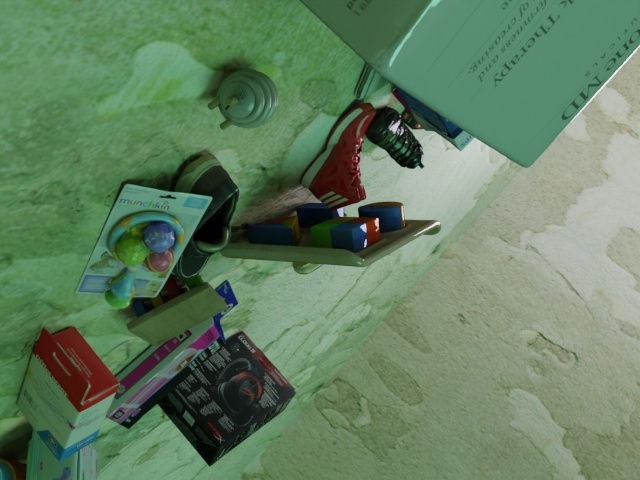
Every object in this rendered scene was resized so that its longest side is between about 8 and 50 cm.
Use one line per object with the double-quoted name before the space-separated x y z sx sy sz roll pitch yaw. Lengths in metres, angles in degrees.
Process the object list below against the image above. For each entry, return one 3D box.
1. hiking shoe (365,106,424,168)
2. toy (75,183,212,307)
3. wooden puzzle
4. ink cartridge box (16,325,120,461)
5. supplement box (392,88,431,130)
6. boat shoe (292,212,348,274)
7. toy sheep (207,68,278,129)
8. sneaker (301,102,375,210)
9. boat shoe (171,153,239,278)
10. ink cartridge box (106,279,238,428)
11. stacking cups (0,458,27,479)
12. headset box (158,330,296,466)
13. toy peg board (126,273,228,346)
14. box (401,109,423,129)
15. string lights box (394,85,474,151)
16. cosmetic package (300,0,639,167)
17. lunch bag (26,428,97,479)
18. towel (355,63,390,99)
"hiking shoe" 0.173 -0.210 1.640 0.086 0.114 0.227 -50 163 12
"toy" -0.265 0.023 1.162 0.137 0.056 0.237 7 136 -35
"wooden puzzle" 0.025 -0.023 1.533 0.348 0.322 0.080 -18 106 -53
"ink cartridge box" -0.413 0.241 1.269 0.078 0.134 0.231 -26 155 -47
"supplement box" 0.266 -0.329 1.526 0.220 0.111 0.114 -45 -165 1
"boat shoe" 0.000 0.000 1.834 0.190 0.068 0.072 -47 154 -30
"toy sheep" -0.104 -0.195 1.069 0.091 0.091 0.132 -53 180 23
"sneaker" 0.068 -0.151 1.501 0.087 0.128 0.221 -23 154 -54
"boat shoe" -0.194 -0.016 1.256 0.103 0.092 0.285 -30 157 -37
"ink cartridge box" -0.312 0.250 1.669 0.371 0.069 0.175 -44 164 -14
"stacking cups" -0.593 0.420 1.370 0.096 0.096 0.316 -43 168 -8
"headset box" -0.220 0.376 1.905 0.293 0.218 0.110 -31 159 -41
"toy peg board" -0.275 0.113 1.438 0.161 0.079 0.161 -28 161 -4
"box" 0.287 -0.349 1.706 0.233 0.044 0.159 -54 162 26
"string lights box" 0.184 -0.275 1.329 0.077 0.133 0.260 -46 141 0
"cosmetic package" 0.155 -0.332 0.814 0.329 0.327 0.394 -51 150 16
"lunch bag" -0.492 0.460 1.478 0.108 0.223 0.279 -3 152 -12
"towel" 0.129 -0.330 1.425 0.152 0.023 0.113 -37 164 -34
